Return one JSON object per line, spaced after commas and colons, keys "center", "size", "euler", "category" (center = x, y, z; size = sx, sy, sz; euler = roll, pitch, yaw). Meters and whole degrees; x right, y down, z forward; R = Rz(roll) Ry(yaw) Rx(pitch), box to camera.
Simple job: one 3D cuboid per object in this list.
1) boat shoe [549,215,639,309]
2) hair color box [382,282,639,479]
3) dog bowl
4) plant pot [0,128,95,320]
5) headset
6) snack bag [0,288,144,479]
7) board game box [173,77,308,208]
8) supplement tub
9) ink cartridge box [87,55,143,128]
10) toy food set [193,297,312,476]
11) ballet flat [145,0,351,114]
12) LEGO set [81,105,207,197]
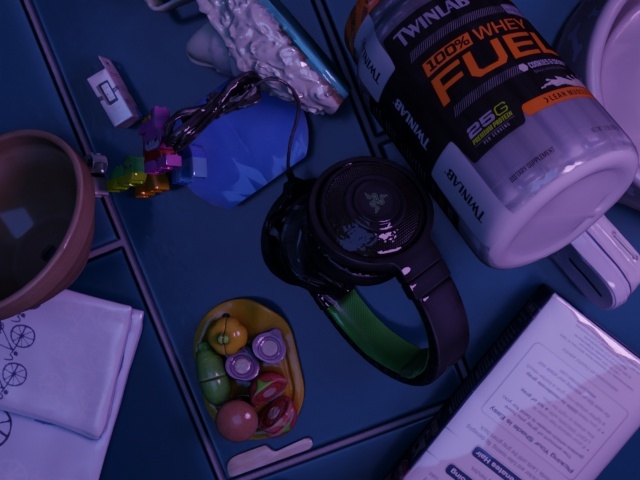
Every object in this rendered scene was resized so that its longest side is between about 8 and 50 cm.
{"center": [0.288, -0.024, 1.147], "size": [0.076, 0.083, 0.226], "euler": [-35, 86, -24], "category": "boat shoe"}
{"center": [0.224, 0.239, 1.151], "size": [0.174, 0.105, 0.347], "euler": [38, 96, 1], "category": "hair color box"}
{"center": [0.435, -0.171, 1.081], "size": [0.349, 0.102, 0.348], "euler": [0, 87, 2], "category": "dog bowl"}
{"center": [-0.349, -0.003, 1.155], "size": [0.237, 0.110, 0.237], "euler": [-12, 60, 21], "category": "plant pot"}
{"center": [0.000, 0.000, 1.065], "size": [0.185, 0.243, 0.394], "euler": [-34, 97, -23], "category": "headset"}
{"center": [-0.416, 0.205, 1.239], "size": [0.323, 0.037, 0.342], "euler": [16, 96, 3], "category": "snack bag"}
{"center": [-0.095, -0.121, 1.185], "size": [0.169, 0.033, 0.133], "euler": [-35, 80, 7], "category": "board game box"}
{"center": [0.167, -0.142, 1.041], "size": [0.194, 0.193, 0.316], "euler": [-37, 65, 7], "category": "supplement tub"}
{"center": [-0.251, -0.178, 1.186], "size": [0.028, 0.048, 0.083], "euler": [-29, 91, 7], "category": "ink cartridge box"}
{"center": [-0.087, 0.181, 1.190], "size": [0.128, 0.071, 0.217], "euler": [-14, 94, 6], "category": "toy food set"}
{"center": [-0.126, -0.285, 1.132], "size": [0.147, 0.147, 0.409], "euler": [-37, 84, 7], "category": "ballet flat"}
{"center": [-0.204, -0.108, 1.154], "size": [0.227, 0.087, 0.093], "euler": [-13, 78, 49], "category": "LEGO set"}
